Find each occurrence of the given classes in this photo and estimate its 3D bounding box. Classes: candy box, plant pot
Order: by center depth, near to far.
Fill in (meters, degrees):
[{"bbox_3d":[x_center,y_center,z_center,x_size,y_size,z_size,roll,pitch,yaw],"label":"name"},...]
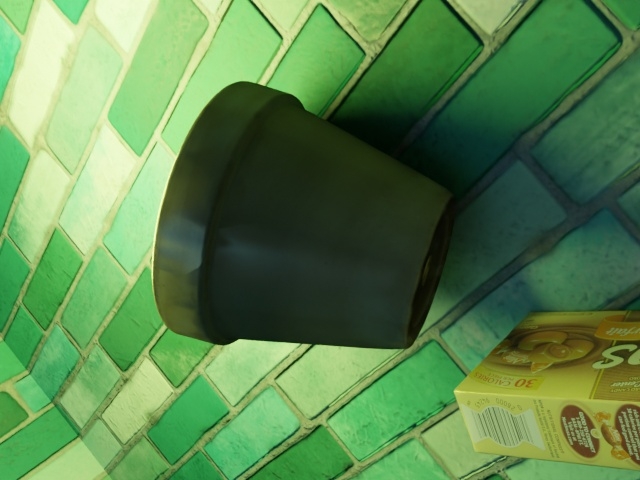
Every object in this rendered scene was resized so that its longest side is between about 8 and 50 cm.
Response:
[{"bbox_3d":[0.320,0.148,0.915,0.316,0.183,0.088,-5,112,44],"label":"candy box"},{"bbox_3d":[0.000,0.000,1.064,0.280,0.323,0.323,17,128,14],"label":"plant pot"}]
